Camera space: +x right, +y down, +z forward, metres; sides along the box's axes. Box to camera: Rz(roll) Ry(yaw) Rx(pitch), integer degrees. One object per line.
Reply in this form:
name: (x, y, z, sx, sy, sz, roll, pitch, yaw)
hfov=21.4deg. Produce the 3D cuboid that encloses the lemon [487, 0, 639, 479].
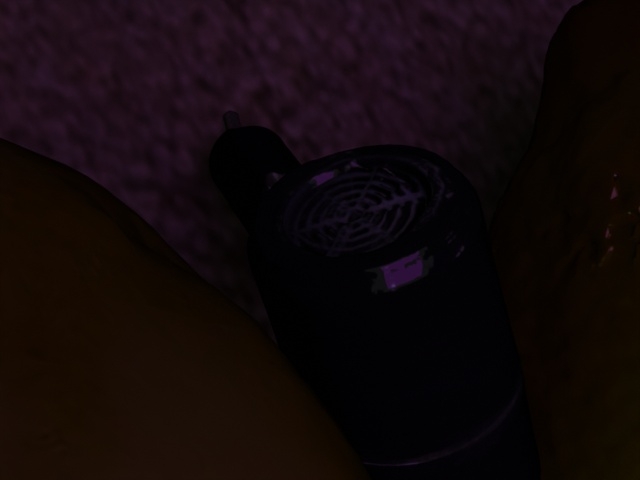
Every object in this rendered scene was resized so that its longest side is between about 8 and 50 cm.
lemon: (0.181, 0.048, 0.615, 0.245, 0.245, 0.319, -28, 88, -18)

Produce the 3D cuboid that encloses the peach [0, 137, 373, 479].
peach: (-0.113, 0.130, 0.474, 0.282, 0.314, 0.315, -24, 121, -13)

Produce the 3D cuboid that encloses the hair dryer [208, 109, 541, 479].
hair dryer: (0.000, 0.000, 0.585, 0.072, 0.219, 0.124, -23, 125, -9)
